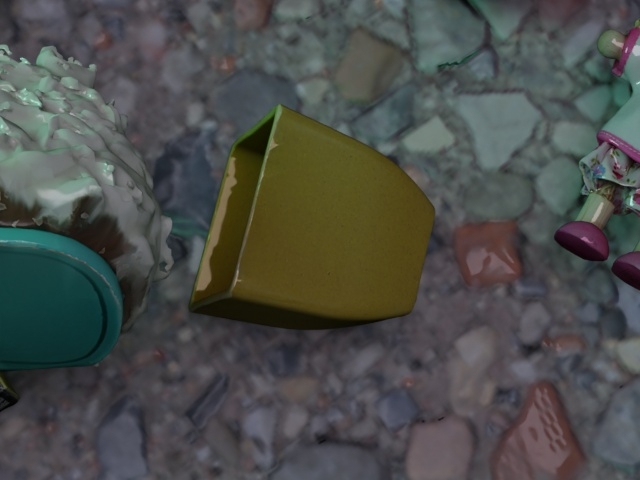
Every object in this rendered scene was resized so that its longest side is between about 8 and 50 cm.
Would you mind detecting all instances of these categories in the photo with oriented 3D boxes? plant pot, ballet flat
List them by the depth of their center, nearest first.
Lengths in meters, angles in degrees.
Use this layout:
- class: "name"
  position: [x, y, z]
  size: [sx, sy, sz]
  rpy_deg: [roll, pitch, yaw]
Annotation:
- class: "ballet flat"
  position: [-0.258, -0.017, 0.459]
  size: [0.408, 0.147, 0.147]
  rpy_deg: [2, 79, -14]
- class: "plant pot"
  position: [0.000, 0.000, 0.564]
  size: [0.083, 0.081, 0.081]
  rpy_deg: [18, 77, -15]

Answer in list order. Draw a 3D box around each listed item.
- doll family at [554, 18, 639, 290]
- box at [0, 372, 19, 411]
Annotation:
- class: "doll family"
  position: [0.238, -0.011, 0.589]
  size: [0.263, 0.118, 0.163]
  rpy_deg: [31, 83, 18]
- class: "box"
  position: [-0.241, 0.096, 0.524]
  size: [0.232, 0.058, 0.087]
  rpy_deg: [-35, 85, -12]
